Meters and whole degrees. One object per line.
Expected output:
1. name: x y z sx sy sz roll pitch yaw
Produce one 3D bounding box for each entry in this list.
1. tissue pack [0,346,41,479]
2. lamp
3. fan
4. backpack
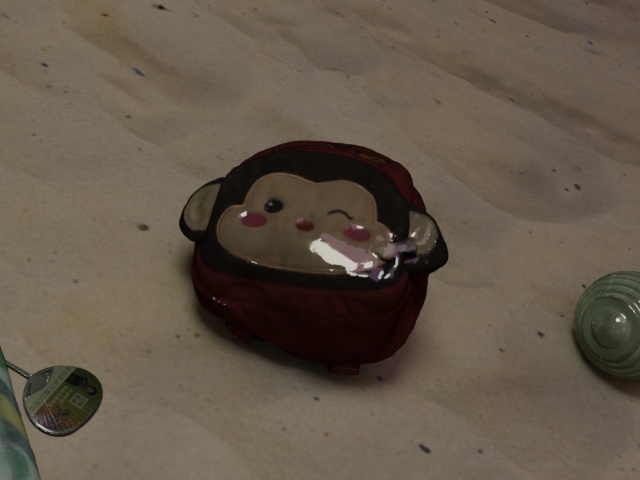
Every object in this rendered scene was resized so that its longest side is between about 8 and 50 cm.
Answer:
1. tissue pack: -0.247 0.088 0.470 0.128 0.228 0.310 -8 52 -33
2. lamp: 0.338 0.083 0.898 0.193 0.106 0.106 1 47 -41
3. fan: -0.193 0.106 0.649 0.060 0.003 0.080 -17 58 -40
4. backpack: 0.000 -0.002 0.771 0.229 0.138 0.229 2 44 -2
